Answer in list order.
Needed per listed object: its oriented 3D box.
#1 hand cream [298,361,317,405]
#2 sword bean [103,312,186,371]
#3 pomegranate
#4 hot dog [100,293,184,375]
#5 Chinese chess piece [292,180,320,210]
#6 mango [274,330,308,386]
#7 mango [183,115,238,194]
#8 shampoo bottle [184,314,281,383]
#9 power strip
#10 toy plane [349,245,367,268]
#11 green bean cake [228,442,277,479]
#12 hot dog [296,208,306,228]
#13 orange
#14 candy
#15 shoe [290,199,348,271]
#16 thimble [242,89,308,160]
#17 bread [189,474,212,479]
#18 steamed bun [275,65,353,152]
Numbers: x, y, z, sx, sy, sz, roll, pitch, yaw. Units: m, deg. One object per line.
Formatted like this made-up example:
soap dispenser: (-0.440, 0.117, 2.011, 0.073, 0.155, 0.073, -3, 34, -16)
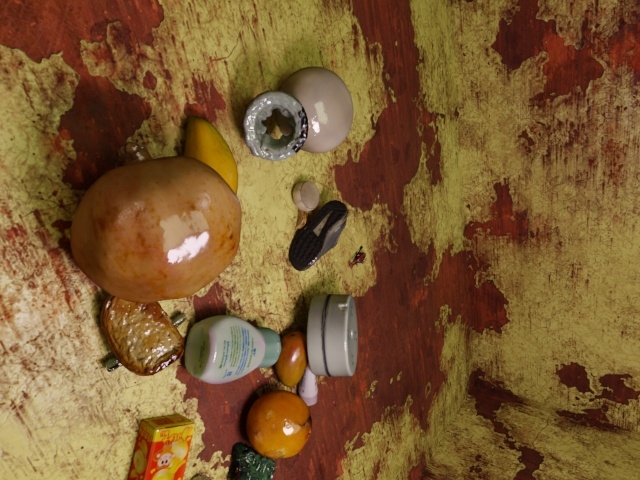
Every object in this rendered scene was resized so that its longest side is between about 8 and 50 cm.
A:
hand cream: (-0.052, 0.566, 1.845, 0.083, 0.133, 0.248, -2, 105, -13)
sword bean: (-0.507, 0.293, 1.280, 0.269, 0.038, 0.043, -35, 147, -43)
pomegranate: (-0.396, -0.049, 1.086, 0.411, 0.411, 0.411, -11, 105, -50)
hot dog: (-0.498, 0.243, 1.210, 0.175, 0.114, 0.259, -30, 89, -38)
Chinese chess piece: (-0.057, -0.177, 1.733, 0.122, 0.051, 0.122, 9, 78, -48)
mango: (-0.114, 0.471, 1.727, 0.151, 0.120, 0.221, 26, 77, -52)
mango: (-0.341, -0.226, 1.343, 0.176, 0.119, 0.317, -21, 103, -45)
shampoo bottle: (-0.277, 0.367, 1.485, 0.349, 0.151, 0.221, 14, 79, -51)
power strip: (0.056, 0.399, 1.802, 0.357, 0.161, 0.357, -3, 90, -78)
toy plane: (0.181, 0.090, 2.098, 0.145, 0.037, 0.060, -46, 125, -38)
green bean cake: (-0.274, 0.883, 1.610, 0.193, 0.107, 0.208, 49, 60, -44)
hot dog: (-0.073, -0.090, 1.755, 0.030, 0.034, 0.090, 7, 91, -52)
orange: (-0.154, 0.685, 1.624, 0.246, 0.246, 0.246, -11, 105, -50)
candy: (-0.490, 0.684, 1.322, 0.146, 0.088, 0.276, 15, 84, -52)
shoe: (0.000, 0.000, 1.807, 0.336, 0.132, 0.171, -53, 157, -16)
thimble: (-0.154, -0.378, 1.451, 0.150, 0.237, 0.237, -100, 179, -69)
bread: (-0.354, 0.967, 1.459, 0.155, 0.187, 0.338, -30, 119, -36)
steamed bun: (-0.007, -0.488, 1.637, 0.324, 0.206, 0.324, -13, 106, -51)
